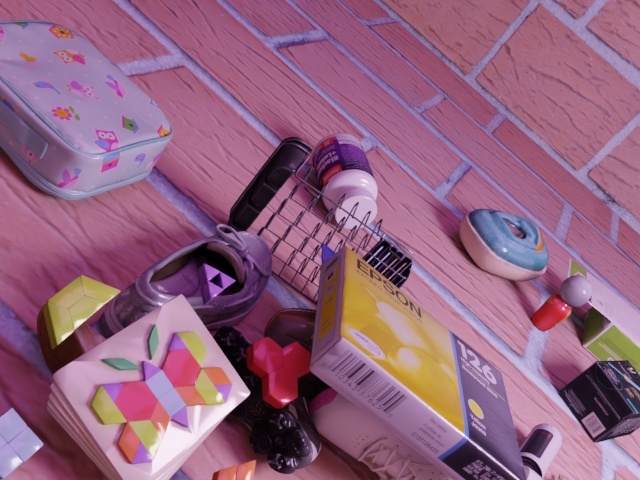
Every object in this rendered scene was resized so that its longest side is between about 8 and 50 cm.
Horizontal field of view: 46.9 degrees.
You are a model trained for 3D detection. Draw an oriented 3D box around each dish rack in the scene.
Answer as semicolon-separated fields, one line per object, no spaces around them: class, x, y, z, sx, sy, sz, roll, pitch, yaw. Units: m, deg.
dish rack;0.000;0.000;1.113;0.271;0.208;0.074;36;40;-8

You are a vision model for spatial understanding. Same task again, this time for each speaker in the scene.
speaker;0.347;0.344;1.188;0.055;0.055;0.136;48;30;15

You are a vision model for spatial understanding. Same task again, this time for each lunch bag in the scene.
lunch bag;-0.368;-0.187;1.026;0.279;0.108;0.224;42;33;8

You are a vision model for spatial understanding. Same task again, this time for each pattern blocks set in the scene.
pattern blocks set;-0.163;0.154;0.746;0.285;0.026;0.325;44;48;-10

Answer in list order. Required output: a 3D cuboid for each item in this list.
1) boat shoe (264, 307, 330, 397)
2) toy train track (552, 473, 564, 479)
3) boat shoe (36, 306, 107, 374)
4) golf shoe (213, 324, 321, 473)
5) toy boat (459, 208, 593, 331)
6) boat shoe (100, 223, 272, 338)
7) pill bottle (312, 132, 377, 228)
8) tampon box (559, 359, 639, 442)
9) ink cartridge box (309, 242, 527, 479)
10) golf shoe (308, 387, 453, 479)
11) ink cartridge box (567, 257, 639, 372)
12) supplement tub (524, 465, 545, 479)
boat shoe;0.042;0.152;1.042;0.324;0.123;0.116;27;26;-42
toy train track;0.405;0.412;1.204;0.083;0.014;0.048;40;21;-13
boat shoe;-0.236;0.136;0.782;0.170;0.063;0.059;55;28;8
golf shoe;-0.070;0.192;0.901;0.198;0.077;0.094;56;15;22
toy boat;0.471;0.044;1.664;0.267;0.148;0.318;8;42;-45
boat shoe;-0.147;0.049;0.960;0.118;0.103;0.320;46;29;11
pill bottle;0.050;-0.113;1.423;0.108;0.108;0.193;23;32;-29
tampon box;0.575;0.313;1.454;0.161;0.101;0.120;9;42;-45
ink cartridge box;0.123;0.143;0.950;0.303;0.072;0.307;38;25;-15
golf shoe;0.120;0.282;0.948;0.306;0.115;0.140;27;34;-21
ink cartridge box;0.657;0.182;1.750;0.255;0.097;0.189;40;28;3
supplement tub;0.321;0.390;1.074;0.107;0.071;0.071;41;28;3
